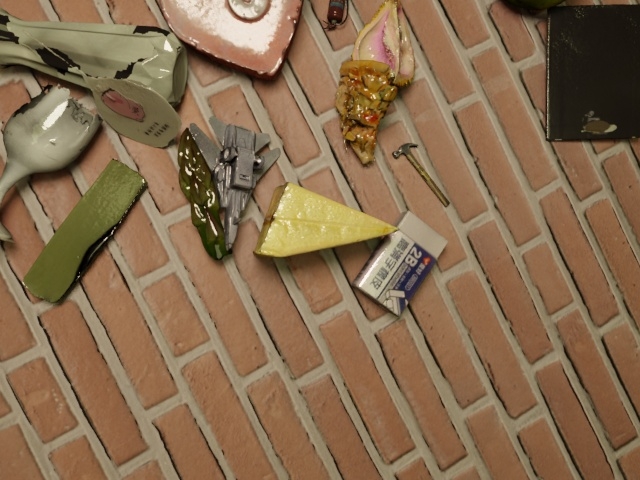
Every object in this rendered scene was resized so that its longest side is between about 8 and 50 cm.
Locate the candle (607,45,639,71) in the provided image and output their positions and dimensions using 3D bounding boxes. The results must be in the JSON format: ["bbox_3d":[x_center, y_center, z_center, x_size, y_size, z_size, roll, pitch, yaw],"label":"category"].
[{"bbox_3d":[0.740,-0.457,1.140,0.131,0.052,0.051,30,83,-5],"label":"candle"}]

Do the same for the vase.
[{"bbox_3d":[-0.461,-0.371,0.906,0.361,0.165,0.164,11,86,-4],"label":"vase"}]

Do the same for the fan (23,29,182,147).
[{"bbox_3d":[-0.418,-0.289,0.871,0.310,0.182,0.010,35,50,-30],"label":"fan"}]

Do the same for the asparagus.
[{"bbox_3d":[-0.254,-0.098,0.961,0.080,0.080,0.286,-14,95,-9],"label":"asparagus"}]

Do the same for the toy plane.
[{"bbox_3d":[-0.174,-0.115,0.934,0.213,0.088,0.266,10,72,-34],"label":"toy plane"}]

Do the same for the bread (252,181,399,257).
[{"bbox_3d":[0.004,0.000,0.948,0.264,0.168,0.163,22,86,-8],"label":"bread"}]

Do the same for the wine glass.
[{"bbox_3d":[-0.573,-0.157,0.884,0.144,0.143,0.321,34,81,-6],"label":"wine glass"}]

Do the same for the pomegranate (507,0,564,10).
[{"bbox_3d":[0.531,-0.654,0.995,0.236,0.302,0.235,0,90,-34],"label":"pomegranate"}]

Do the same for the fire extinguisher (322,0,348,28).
[{"bbox_3d":[0.039,-0.549,1.043,0.056,0.039,0.131,8,86,1],"label":"fire extinguisher"}]

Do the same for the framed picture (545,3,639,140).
[{"bbox_3d":[0.677,-0.412,1.111,0.245,0.013,0.323,-2,96,-1],"label":"framed picture"}]

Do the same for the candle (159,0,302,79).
[{"bbox_3d":[-0.156,-0.487,0.970,0.317,0.131,0.287,-28,99,1],"label":"candle"}]

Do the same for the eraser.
[{"bbox_3d":[0.180,0.051,1.023,0.125,0.068,0.210,37,82,-5],"label":"eraser"}]

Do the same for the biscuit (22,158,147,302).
[{"bbox_3d":[-0.485,-0.018,0.938,0.099,0.038,0.322,33,84,-3],"label":"biscuit"}]

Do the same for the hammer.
[{"bbox_3d":[0.249,-0.156,1.069,0.062,0.017,0.182,-41,95,-8],"label":"hammer"}]

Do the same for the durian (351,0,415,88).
[{"bbox_3d":[0.156,-0.425,1.010,0.165,0.132,0.182,-31,89,-17],"label":"durian"}]

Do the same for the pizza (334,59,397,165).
[{"bbox_3d":[0.081,-0.285,0.982,0.147,0.226,0.069,37,40,24],"label":"pizza"}]
